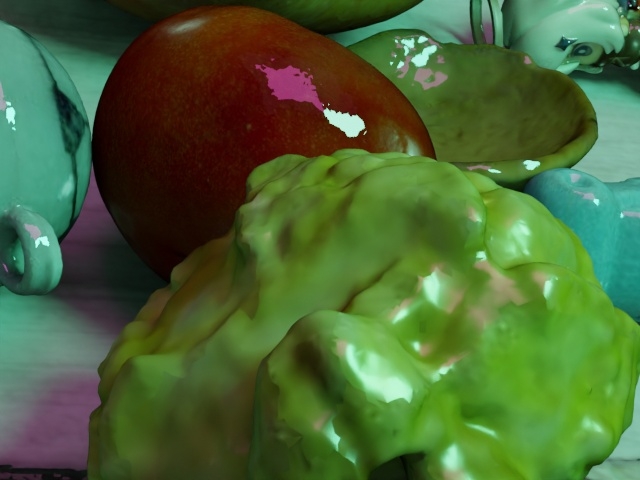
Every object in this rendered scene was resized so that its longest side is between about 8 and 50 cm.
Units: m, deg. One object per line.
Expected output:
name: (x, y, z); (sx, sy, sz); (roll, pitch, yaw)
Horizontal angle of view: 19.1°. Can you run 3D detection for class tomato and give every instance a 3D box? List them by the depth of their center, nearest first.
tomato: (-0.034, -0.036, 1.019); (0.195, 0.195, 0.136); (30, 68, 19)

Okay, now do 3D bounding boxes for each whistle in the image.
whistle: (-0.214, -0.064, 1.001); (0.163, 0.163, 0.289); (-13, 44, -37)
whistle: (0.224, 0.007, 1.150); (0.274, 0.093, 0.186); (2, 10, -26)

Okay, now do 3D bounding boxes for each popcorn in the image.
popcorn: (0.020, 0.066, 0.857); (0.256, 0.195, 0.255); (-14, 36, 14)

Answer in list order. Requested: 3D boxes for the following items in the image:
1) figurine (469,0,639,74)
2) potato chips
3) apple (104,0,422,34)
figurine: (0.179, -0.164, 1.371); (0.154, 0.132, 0.132); (-9, 39, -12)
potato chips: (0.078, -0.071, 1.216); (0.195, 0.062, 0.208); (-14, 32, -32)
apple: (-0.036, -0.313, 1.249); (0.391, 0.391, 0.346); (-10, 46, -34)
